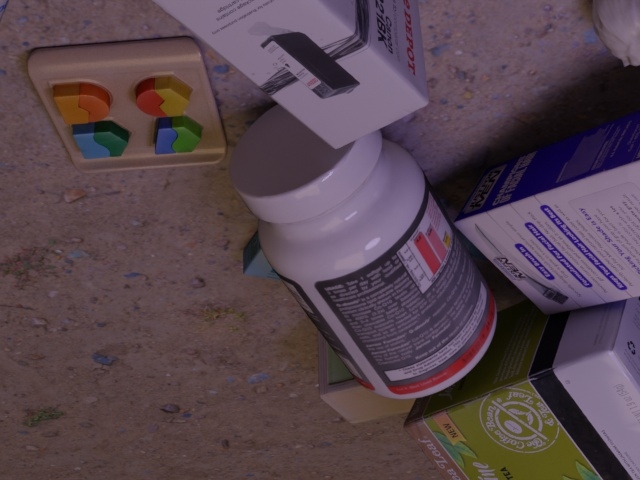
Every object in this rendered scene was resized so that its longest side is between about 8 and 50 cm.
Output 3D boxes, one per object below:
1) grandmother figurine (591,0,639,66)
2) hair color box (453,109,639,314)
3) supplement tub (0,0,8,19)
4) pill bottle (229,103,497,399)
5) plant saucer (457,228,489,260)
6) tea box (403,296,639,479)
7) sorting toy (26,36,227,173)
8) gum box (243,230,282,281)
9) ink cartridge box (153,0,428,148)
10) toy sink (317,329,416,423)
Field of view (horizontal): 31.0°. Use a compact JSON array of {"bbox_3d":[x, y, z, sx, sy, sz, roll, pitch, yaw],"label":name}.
[{"bbox_3d":[0.436,-0.201,1.212,0.342,0.104,0.208,13,123,-17],"label":"grandmother figurine"},{"bbox_3d":[0.334,-0.030,1.323,0.185,0.110,0.339,43,149,-17],"label":"hair color box"},{"bbox_3d":[-0.330,-0.250,1.106,0.071,0.071,0.107,14,146,-24],"label":"supplement tub"},{"bbox_3d":[0.054,0.008,1.370,0.210,0.210,0.363,-16,132,21],"label":"pill bottle"},{"bbox_3d":[0.246,-0.002,1.582,0.119,0.021,0.119,-1,148,-1],"label":"plant saucer"},{"bbox_3d":[0.349,0.250,1.512,0.323,0.220,0.329,-29,106,37],"label":"tea box"},{"bbox_3d":[-0.214,-0.143,1.314,0.193,0.038,0.208,-4,148,3],"label":"sorting toy"},{"bbox_3d":[0.000,0.000,1.553,0.157,0.041,0.184,12,144,-21],"label":"gum box"},{"bbox_3d":[-0.024,-0.238,1.022,0.114,0.197,0.273,-22,143,28],"label":"ink cartridge box"},{"bbox_3d":[0.123,0.160,1.714,0.234,0.153,0.131,-15,145,21],"label":"toy sink"}]
